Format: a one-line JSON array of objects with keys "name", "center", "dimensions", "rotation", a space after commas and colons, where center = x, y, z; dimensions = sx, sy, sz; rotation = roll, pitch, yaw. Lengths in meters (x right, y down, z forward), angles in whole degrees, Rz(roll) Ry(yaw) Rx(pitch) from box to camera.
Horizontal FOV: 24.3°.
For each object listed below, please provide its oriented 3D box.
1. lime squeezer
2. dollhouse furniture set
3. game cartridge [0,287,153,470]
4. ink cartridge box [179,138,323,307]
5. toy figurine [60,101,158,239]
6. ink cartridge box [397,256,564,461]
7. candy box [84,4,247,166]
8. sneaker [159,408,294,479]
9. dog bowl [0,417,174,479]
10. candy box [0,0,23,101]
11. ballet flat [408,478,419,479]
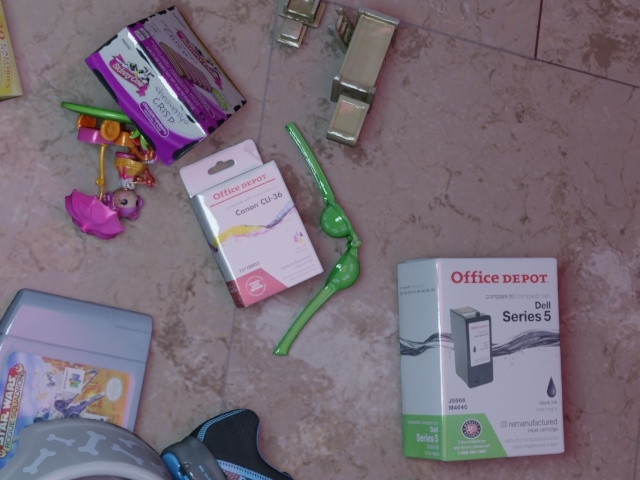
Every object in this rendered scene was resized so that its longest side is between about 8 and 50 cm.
[{"name": "lime squeezer", "center": [0.000, 0.000, 1.990], "dimensions": [0.110, 0.059, 0.310], "rotation": [2, 86, 5]}, {"name": "dollhouse furniture set", "center": [-0.001, -0.225, 1.997], "dimensions": [0.161, 0.101, 0.182], "rotation": [20, 77, 2]}, {"name": "game cartridge", "center": [-0.324, 0.217, 1.808], "dimensions": [0.198, 0.062, 0.297], "rotation": [14, 80, -28]}, {"name": "ink cartridge box", "center": [-0.092, -0.026, 1.913], "dimensions": [0.115, 0.067, 0.198], "rotation": [-25, 91, -13]}, {"name": "toy figurine", "center": [-0.254, -0.081, 1.851], "dimensions": [0.173, 0.130, 0.159], "rotation": [5, 98, -50]}, {"name": "ink cartridge box", "center": [0.219, 0.158, 2.038], "dimensions": [0.198, 0.115, 0.273], "rotation": [0, 86, -26]}, {"name": "candy box", "center": [-0.182, -0.193, 1.807], "dimensions": [0.071, 0.233, 0.159], "rotation": [-35, 98, 15]}, {"name": "sneaker", "center": [-0.060, 0.373, 1.883], "dimensions": [0.139, 0.125, 0.341], "rotation": [-36, 103, -29]}, {"name": "dog bowl", "center": [-0.294, 0.386, 1.724], "dimensions": [0.348, 0.102, 0.349], "rotation": [-9, 107, -30]}, {"name": "candy box", "center": [-0.459, -0.309, 1.715], "dimensions": [0.183, 0.087, 0.316], "rotation": [-17, 93, -68]}, {"name": "ballet flat", "center": [0.104, 0.443, 1.985], "dimensions": [0.086, 0.086, 0.248], "rotation": [31, 72, -20]}]
